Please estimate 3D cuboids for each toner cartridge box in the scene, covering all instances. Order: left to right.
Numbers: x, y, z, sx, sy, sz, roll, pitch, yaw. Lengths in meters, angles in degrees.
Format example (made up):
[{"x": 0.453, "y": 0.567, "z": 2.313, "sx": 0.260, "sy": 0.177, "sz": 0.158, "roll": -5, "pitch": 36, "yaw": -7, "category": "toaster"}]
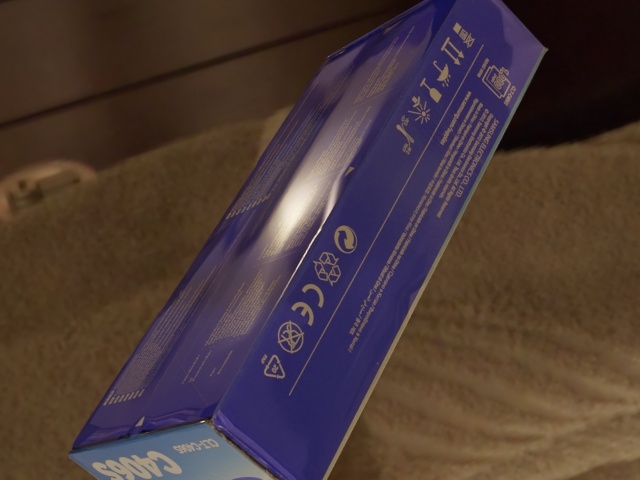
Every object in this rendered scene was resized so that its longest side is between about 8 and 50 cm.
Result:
[{"x": 0.000, "y": 0.000, "z": 0.756, "sx": 0.075, "sy": 0.347, "sz": 0.165, "roll": 42, "pitch": 147, "yaw": -18, "category": "toner cartridge box"}]
